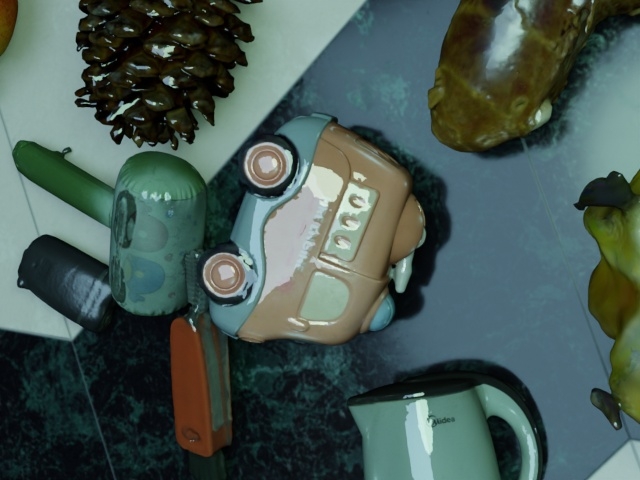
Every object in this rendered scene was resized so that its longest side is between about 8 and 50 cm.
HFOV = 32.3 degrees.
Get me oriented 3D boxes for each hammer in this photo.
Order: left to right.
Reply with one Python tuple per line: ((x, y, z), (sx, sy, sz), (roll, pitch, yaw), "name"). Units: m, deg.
((-0.286, -0.052, 1.441), (0.335, 0.119, 0.206), (30, 123, 31), "hammer")

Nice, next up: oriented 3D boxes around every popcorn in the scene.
((0.408, 0.041, 1.153), (0.297, 0.281, 0.316), (49, 141, 48), "popcorn")

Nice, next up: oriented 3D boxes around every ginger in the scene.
((0.274, -0.274, 1.216), (0.254, 0.176, 0.418), (28, 94, 22), "ginger")

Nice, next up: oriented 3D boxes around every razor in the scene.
((-0.336, 0.055, 1.486), (0.148, 0.054, 0.090), (30, 96, 15), "razor")

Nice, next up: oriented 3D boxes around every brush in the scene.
((-0.153, 0.165, 1.387), (0.070, 0.051, 0.323), (15, 112, 43), "brush")

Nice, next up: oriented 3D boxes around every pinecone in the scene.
((-0.192, -0.245, 1.353), (0.224, 0.224, 0.273), (15, 108, 18), "pinecone")

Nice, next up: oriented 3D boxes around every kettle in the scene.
((0.155, 0.271, 1.285), (0.221, 0.161, 0.236), (-9, 85, -9), "kettle")

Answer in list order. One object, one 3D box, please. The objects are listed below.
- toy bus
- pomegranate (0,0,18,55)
((0.000, 0.000, 1.315), (0.232, 0.194, 0.288), (20, 96, 5), "toy bus")
((-0.502, -0.299, 1.458), (0.220, 0.221, 0.257), (1, 115, 18), "pomegranate")
